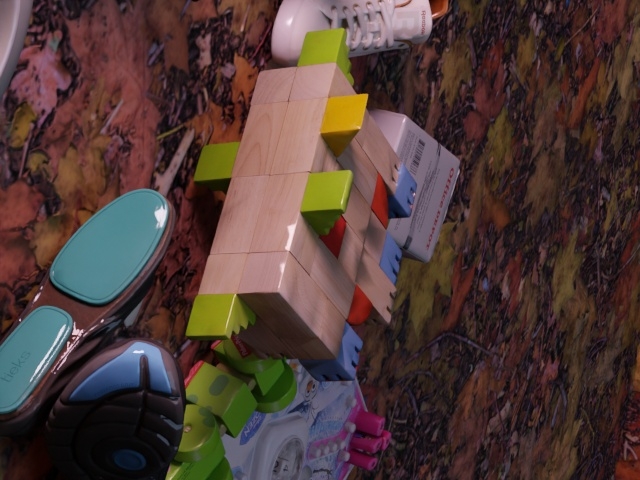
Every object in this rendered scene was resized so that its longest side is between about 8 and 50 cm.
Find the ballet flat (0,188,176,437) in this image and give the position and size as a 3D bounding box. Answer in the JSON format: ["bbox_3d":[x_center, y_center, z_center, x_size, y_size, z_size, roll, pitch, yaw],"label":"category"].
[{"bbox_3d":[-0.235,0.073,1.515,0.280,0.095,0.096,-51,156,-19],"label":"ballet flat"}]

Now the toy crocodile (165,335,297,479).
[{"bbox_3d":[-0.120,0.187,1.779,0.340,0.105,0.115,-54,150,-26],"label":"toy crocodile"}]

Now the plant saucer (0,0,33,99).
[{"bbox_3d":[-0.328,-0.172,1.154,0.400,0.100,0.401,-37,137,-44],"label":"plant saucer"}]

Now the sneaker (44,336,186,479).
[{"bbox_3d":[-0.198,0.181,1.540,0.341,0.125,0.140,112,-6,-49],"label":"sneaker"}]

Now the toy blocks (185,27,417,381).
[{"bbox_3d":[0.000,0.000,1.737,0.261,0.190,0.381,52,43,-48],"label":"toy blocks"}]

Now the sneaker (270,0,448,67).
[{"bbox_3d":[0.056,-0.267,1.838,0.290,0.123,0.106,-35,135,-49],"label":"sneaker"}]

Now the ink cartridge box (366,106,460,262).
[{"bbox_3d":[0.091,-0.070,2.040,0.208,0.086,0.153,31,76,-61],"label":"ink cartridge box"}]

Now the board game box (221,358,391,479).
[{"bbox_3d":[-0.043,0.290,2.017,0.390,0.050,0.390,-57,148,-31],"label":"board game box"}]
